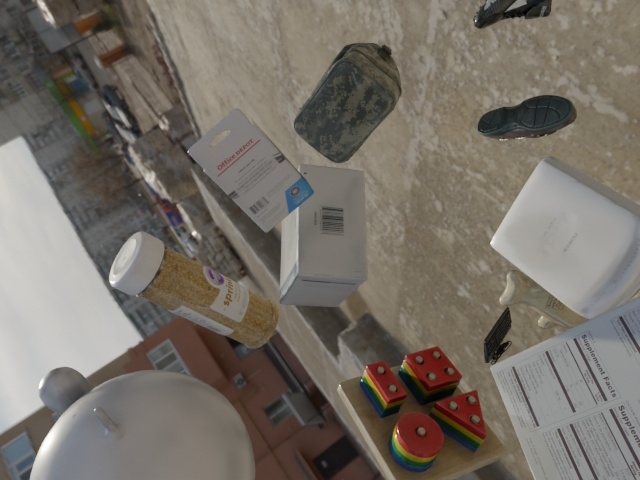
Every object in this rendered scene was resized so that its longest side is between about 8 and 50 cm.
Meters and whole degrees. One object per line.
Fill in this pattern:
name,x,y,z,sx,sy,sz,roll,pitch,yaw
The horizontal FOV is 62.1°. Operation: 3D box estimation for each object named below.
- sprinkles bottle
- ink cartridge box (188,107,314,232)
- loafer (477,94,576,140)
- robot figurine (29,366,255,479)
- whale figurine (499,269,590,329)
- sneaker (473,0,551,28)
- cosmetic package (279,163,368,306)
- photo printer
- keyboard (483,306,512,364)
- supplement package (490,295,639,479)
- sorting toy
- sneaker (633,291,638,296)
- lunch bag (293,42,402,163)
sprinkles bottle,-0.254,0.113,1.118,0.355,0.121,0.121,34,-179,-34
ink cartridge box,-0.107,-0.113,0.825,0.180,0.104,0.060,48,-173,-27
loafer,0.531,-0.303,1.353,0.084,0.096,0.267,22,171,-34
robot figurine,-0.177,0.253,0.559,0.300,0.200,0.353,39,152,6
whale figurine,0.597,0.124,1.368,0.141,0.272,0.216,-82,-2,-63
sneaker,0.462,-0.536,1.194,0.106,0.234,0.078,59,-174,10
cosmetic package,0.000,0.000,1.083,0.225,0.138,0.224,125,147,-66
photo printer,0.550,-0.001,1.144,0.307,0.107,0.256,48,124,40
keyboard,0.499,0.268,1.459,0.038,0.192,0.100,7,118,37
supplement package,0.393,0.201,0.632,0.199,0.262,0.198,24,-139,-41
sorting toy,0.209,0.339,1.065,0.255,0.257,0.089,54,141,42
sneaker,0.737,0.046,1.267,0.084,0.069,0.185,19,115,30
lunch bag,0.087,-0.411,1.553,0.212,0.256,0.305,37,129,-7
